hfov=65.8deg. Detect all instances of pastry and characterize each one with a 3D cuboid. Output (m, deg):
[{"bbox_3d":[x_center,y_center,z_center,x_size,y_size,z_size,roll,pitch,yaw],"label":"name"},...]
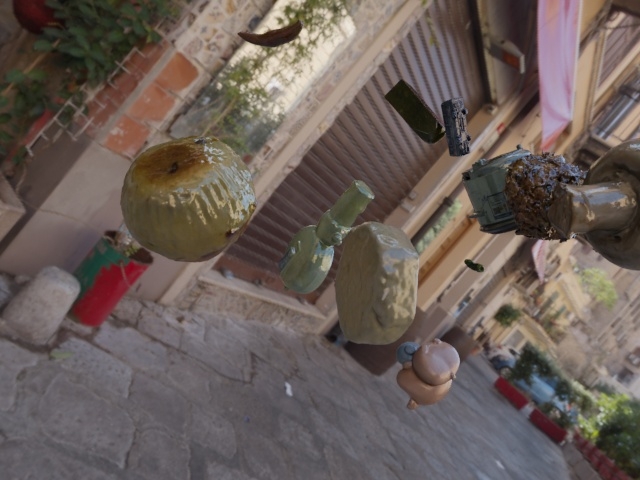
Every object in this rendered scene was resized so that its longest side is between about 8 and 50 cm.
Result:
[{"bbox_3d":[-0.372,-0.112,1.444,0.388,0.389,0.312,43,-27,42],"label":"pastry"},{"bbox_3d":[0.620,-0.122,1.329,0.193,0.274,0.275,-19,-48,43],"label":"pastry"}]

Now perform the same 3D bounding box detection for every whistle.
[{"bbox_3d":[0.000,0.000,0.878,0.067,0.258,0.126,26,29,-28],"label":"whistle"}]

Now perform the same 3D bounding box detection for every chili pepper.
[{"bbox_3d":[0.533,0.089,1.703,0.034,0.030,0.091,28,3,-28],"label":"chili pepper"}]

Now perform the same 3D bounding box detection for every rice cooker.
[{"bbox_3d":[0.645,-0.158,1.713,0.317,0.316,0.264,40,-7,-8],"label":"rice cooker"}]

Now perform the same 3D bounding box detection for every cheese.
[{"bbox_3d":[0.132,0.103,1.257,0.115,0.318,0.326,8,41,-18],"label":"cheese"}]

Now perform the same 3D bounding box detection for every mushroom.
[{"bbox_3d":[0.670,-0.075,1.093,0.290,0.297,0.297,-4,16,-12],"label":"mushroom"}]

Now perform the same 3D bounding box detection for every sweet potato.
[{"bbox_3d":[-0.156,-0.675,1.639,0.256,0.058,0.078,6,-22,31],"label":"sweet potato"}]

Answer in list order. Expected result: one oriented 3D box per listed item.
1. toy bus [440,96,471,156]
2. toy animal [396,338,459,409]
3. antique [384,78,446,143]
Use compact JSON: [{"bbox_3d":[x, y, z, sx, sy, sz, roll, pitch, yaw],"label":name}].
[{"bbox_3d":[0.390,-0.325,1.425,0.065,0.047,0.165,15,-57,61],"label":"toy bus"},{"bbox_3d":[0.396,0.467,1.770,0.221,0.210,0.229,-25,-91,55],"label":"toy animal"},{"bbox_3d":[0.299,-0.390,1.530,0.081,0.080,0.220,9,44,-55],"label":"antique"}]
